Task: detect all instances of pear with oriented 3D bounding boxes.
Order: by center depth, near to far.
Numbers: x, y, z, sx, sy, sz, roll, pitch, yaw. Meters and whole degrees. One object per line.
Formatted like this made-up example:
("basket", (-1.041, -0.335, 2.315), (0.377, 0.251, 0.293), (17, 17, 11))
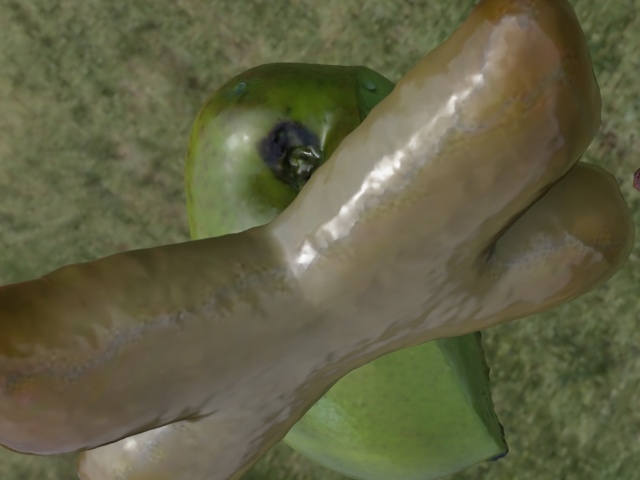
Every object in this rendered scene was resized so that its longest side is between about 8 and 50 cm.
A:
("pear", (0.000, 0.000, 1.151), (0.238, 0.342, 0.318), (-20, 127, 13))

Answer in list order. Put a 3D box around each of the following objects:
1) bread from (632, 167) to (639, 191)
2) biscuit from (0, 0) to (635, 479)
("bread", (0.401, -0.130, 1.288), (0.139, 0.269, 0.095), (37, -176, 39))
("biscuit", (-0.001, 0.018, 0.434), (0.047, 0.208, 0.164), (62, -175, 32))
